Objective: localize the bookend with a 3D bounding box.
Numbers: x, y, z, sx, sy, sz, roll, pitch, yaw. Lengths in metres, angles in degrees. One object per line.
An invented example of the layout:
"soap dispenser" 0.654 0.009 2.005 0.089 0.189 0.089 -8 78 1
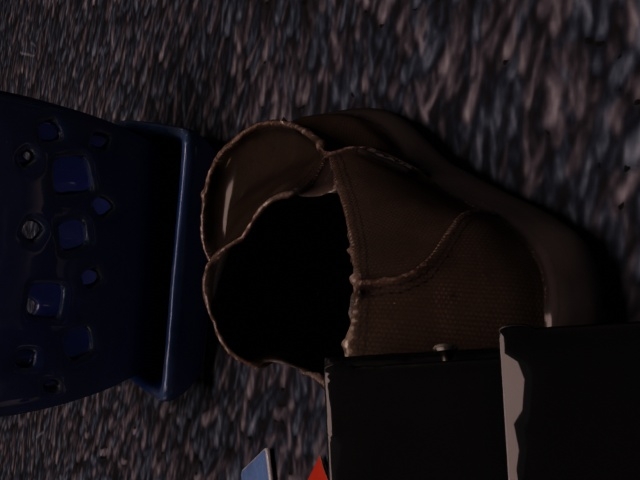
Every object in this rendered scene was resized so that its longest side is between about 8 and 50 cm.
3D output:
"bookend" 0.064 0.060 0.464 0.156 0.157 0.072 42 -135 -73

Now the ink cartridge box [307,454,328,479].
"ink cartridge box" -0.005 0.191 0.844 0.115 0.029 0.063 -110 32 -42

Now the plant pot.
"plant pot" -0.205 0.003 1.101 0.236 0.212 0.236 -164 78 -67

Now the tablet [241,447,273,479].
"tablet" -0.039 0.185 0.952 0.054 0.006 0.083 130 138 -55

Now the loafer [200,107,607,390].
"loafer" 0.000 0.000 0.727 0.366 0.130 0.134 -157 72 -65
